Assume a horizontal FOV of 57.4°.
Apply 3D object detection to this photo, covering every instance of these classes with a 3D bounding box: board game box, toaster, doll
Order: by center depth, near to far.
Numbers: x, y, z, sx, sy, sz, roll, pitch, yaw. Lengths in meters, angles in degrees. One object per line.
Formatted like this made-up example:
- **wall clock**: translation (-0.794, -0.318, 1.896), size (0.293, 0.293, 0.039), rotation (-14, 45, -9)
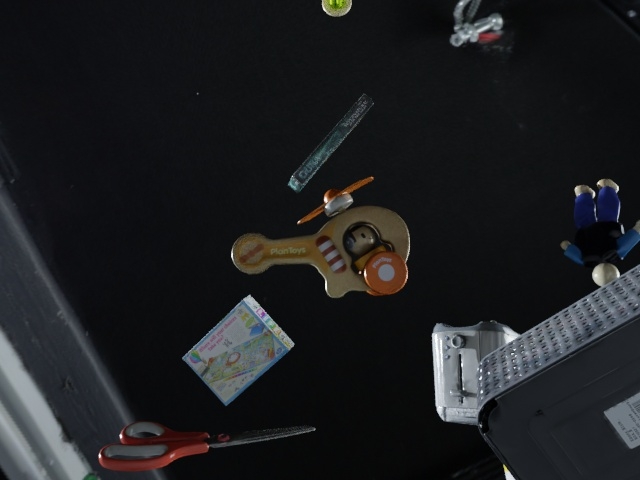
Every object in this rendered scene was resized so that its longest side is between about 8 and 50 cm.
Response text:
- **board game box**: translation (-0.128, 0.171, 0.903), size (0.154, 0.026, 0.103), rotation (-43, -92, 22)
- **toaster**: translation (0.265, 0.215, 0.918), size (0.227, 0.129, 0.147), rotation (24, -114, -47)
- **doll**: translation (0.449, -0.012, 0.929), size (0.046, 0.129, 0.189), rotation (42, -132, -36)
- **board game box**: translation (0.015, -0.166, 1.022), size (0.026, 0.126, 0.186), rotation (41, -95, -4)

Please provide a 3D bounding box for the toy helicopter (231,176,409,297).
- **toy helicopter**: translation (0.000, 0.000, 1.170), size (0.354, 0.140, 0.235), rotation (-4, -96, -1)

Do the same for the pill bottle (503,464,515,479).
- **pill bottle**: translation (0.400, 0.429, 1.072), size (0.117, 0.117, 0.209), rotation (-5, -107, -11)

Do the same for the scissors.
- **scissors**: translation (-0.157, 0.293, 0.831), size (0.296, 0.109, 0.021), rotation (2, -79, 1)

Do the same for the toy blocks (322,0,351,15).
- **toy blocks**: translation (0.030, -0.474, 0.985), size (0.054, 0.148, 0.123), rotation (4, -103, 4)

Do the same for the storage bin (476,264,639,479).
- **storage bin**: translation (0.217, 0.113, 0.427), size (0.180, 0.084, 0.122), rotation (-37, -90, 19)
